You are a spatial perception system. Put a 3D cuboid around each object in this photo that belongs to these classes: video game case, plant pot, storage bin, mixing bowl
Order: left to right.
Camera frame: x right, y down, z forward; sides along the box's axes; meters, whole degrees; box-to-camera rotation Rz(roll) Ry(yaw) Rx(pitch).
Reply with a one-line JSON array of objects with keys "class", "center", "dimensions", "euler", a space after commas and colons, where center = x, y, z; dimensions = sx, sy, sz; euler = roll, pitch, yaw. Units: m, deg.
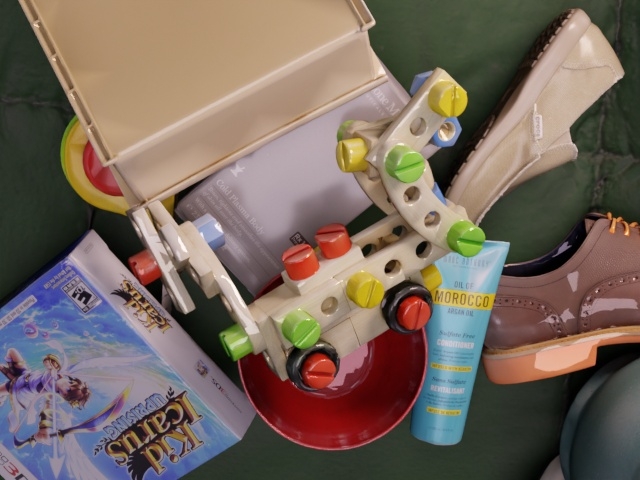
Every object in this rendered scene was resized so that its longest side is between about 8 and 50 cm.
[{"class": "video game case", "center": [-0.239, 0.155, 1.379], "dimensions": [0.269, 0.061, 0.244], "euler": [-35, 104, 31]}, {"class": "storage bin", "center": [-0.118, -0.208, 1.232], "dimensions": [0.262, 0.123, 0.260], "euler": [-28, 74, -2]}, {"class": "mixing bowl", "center": [0.010, 0.108, 1.348], "dimensions": [0.181, 0.098, 0.181], "euler": [0, 88, -3]}, {"class": "plant pot", "center": [0.360, 0.220, 1.352], "dimensions": [0.293, 0.196, 0.293], "euler": [-9, 109, -26]}]

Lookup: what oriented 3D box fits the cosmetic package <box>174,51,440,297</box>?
[{"class": "cosmetic package", "center": [-0.009, -0.071, 1.345], "dimensions": [0.238, 0.107, 0.127], "euler": [-40, 98, 13]}]

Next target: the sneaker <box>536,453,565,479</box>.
[{"class": "sneaker", "center": [0.191, 0.382, 1.468], "dimensions": [0.131, 0.148, 0.350], "euler": [27, 80, -32]}]

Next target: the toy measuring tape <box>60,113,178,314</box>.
[{"class": "toy measuring tape", "center": [-0.197, -0.027, 1.352], "dimensions": [0.121, 0.121, 0.330], "euler": [4, 107, -2]}]

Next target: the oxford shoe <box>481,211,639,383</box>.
[{"class": "oxford shoe", "center": [0.321, 0.029, 1.365], "dimensions": [0.363, 0.130, 0.133], "euler": [-19, 98, 4]}]

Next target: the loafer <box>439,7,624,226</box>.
[{"class": "loafer", "center": [0.200, -0.093, 1.340], "dimensions": [0.092, 0.102, 0.268], "euler": [33, 102, -3]}]

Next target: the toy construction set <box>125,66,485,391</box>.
[{"class": "toy construction set", "center": [0.000, 0.000, 1.217], "dimensions": [0.327, 0.151, 0.215], "euler": [-23, 120, -2]}]

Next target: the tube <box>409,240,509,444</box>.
[{"class": "tube", "center": [0.129, 0.096, 1.358], "dimensions": [0.080, 0.052, 0.207], "euler": [5, 105, -10]}]

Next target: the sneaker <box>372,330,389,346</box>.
[{"class": "sneaker", "center": [0.077, 0.096, 1.420], "dimensions": [0.076, 0.065, 0.166], "euler": [-5, 105, 21]}]
